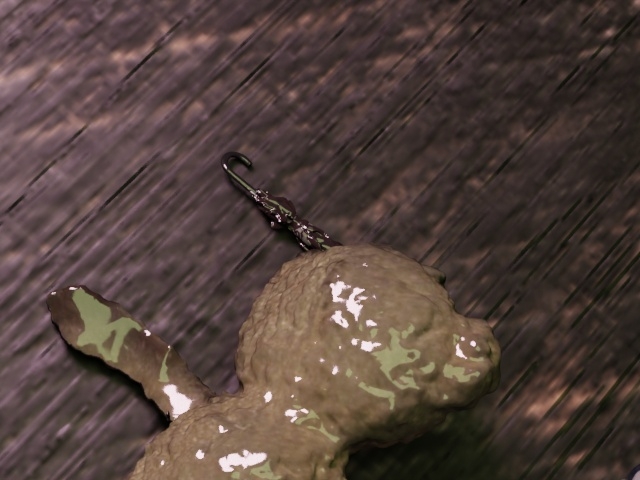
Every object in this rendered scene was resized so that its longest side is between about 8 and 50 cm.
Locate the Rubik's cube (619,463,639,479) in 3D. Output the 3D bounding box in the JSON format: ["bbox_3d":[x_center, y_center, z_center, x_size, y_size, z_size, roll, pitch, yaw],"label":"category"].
[{"bbox_3d":[0.183,0.215,0.772,0.205,0.205,0.207,24,65,-3],"label":"Rubik's cube"}]

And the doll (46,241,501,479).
[{"bbox_3d":[-0.042,0.117,0.827,0.202,0.091,0.286,3,51,24],"label":"doll"}]

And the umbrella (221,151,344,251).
[{"bbox_3d":[-0.002,0.001,0.921,0.122,0.013,0.022,42,45,7],"label":"umbrella"}]
